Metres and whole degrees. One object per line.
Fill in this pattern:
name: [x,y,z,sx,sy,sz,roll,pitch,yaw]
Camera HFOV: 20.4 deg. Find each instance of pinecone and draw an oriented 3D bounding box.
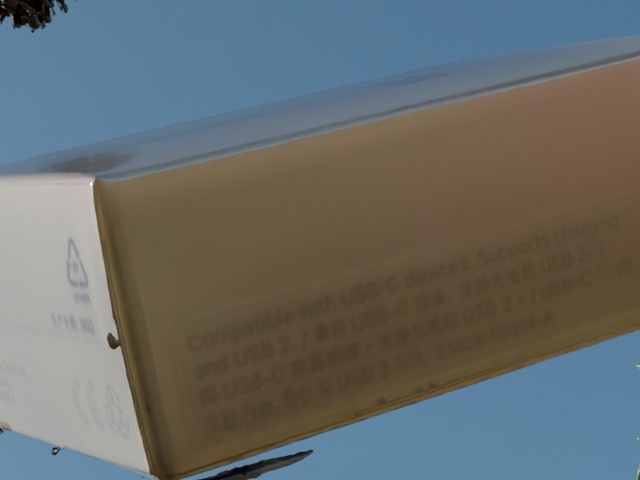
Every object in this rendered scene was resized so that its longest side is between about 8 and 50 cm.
pinecone: [-0.180,-0.173,1.130,0.077,0.077,0.083,16,-89,-20]

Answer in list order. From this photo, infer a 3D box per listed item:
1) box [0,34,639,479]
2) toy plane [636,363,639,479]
box: [0.000,0.000,0.648,0.252,0.203,0.106,-14,-84,-27]
toy plane: [0.177,0.085,0.879,0.080,0.033,0.083,-42,-62,-14]
